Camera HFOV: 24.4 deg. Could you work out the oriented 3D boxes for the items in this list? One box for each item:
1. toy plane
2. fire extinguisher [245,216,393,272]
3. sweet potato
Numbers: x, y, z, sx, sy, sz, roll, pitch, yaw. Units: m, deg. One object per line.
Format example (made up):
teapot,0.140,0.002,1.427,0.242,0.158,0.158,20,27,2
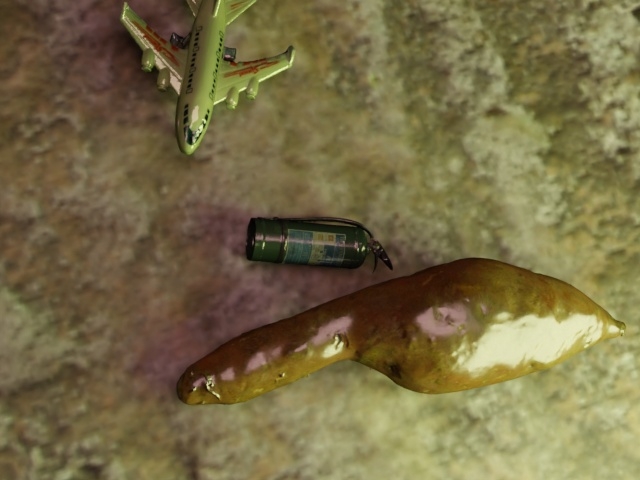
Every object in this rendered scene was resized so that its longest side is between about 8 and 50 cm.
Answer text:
toy plane,-0.067,-0.099,0.842,0.102,0.040,0.111,12,75,-11
fire extinguisher,0.000,0.000,0.846,0.083,0.025,0.038,6,53,-14
sweet potato,0.053,0.050,0.825,0.269,0.075,0.075,-7,79,-13
